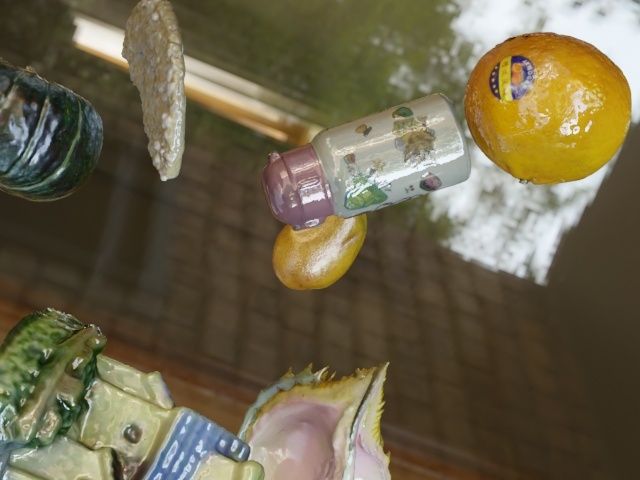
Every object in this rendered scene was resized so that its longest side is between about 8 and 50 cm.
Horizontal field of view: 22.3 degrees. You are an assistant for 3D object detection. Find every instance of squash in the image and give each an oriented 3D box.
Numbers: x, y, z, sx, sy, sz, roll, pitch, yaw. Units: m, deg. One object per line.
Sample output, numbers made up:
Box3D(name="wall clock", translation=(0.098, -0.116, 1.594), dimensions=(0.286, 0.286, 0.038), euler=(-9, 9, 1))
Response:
Box3D(name="squash", translation=(-0.417, -0.157, 2.183), dimensions=(0.165, 0.252, 0.252), euler=(-60, -169, -7))

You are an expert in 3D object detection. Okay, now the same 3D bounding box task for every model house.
Box3D(name="model house", translation=(-0.215, 0.255, 1.563), dimensions=(0.261, 0.266, 0.321), euler=(92, 23, -74))

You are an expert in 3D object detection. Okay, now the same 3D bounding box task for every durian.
Box3D(name="durian", translation=(-0.019, 0.272, 1.910), dimensions=(0.185, 0.196, 0.305), euler=(-8, 106, -63))

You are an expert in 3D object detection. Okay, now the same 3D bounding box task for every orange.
Box3D(name="orange", translation=(0.298, -0.173, 2.139), dimensions=(0.219, 0.219, 0.193), euler=(145, -56, -69))

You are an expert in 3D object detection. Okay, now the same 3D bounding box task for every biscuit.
Box3D(name="biscuit", translation=(-0.179, -0.194, 1.789), dimensions=(0.250, 0.032, 0.133), euler=(-109, -153, -42))

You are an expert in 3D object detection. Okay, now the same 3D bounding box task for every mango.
Box3D(name="mango", translation=(0.003, 0.006, 2.404), dimensions=(0.165, 0.115, 0.089), euler=(-35, -156, 3))

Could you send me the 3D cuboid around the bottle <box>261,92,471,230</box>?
Box3D(name="bottle", translation=(0.052, -0.092, 2.017), dimensions=(0.120, 0.253, 0.120), euler=(161, -90, -85))
